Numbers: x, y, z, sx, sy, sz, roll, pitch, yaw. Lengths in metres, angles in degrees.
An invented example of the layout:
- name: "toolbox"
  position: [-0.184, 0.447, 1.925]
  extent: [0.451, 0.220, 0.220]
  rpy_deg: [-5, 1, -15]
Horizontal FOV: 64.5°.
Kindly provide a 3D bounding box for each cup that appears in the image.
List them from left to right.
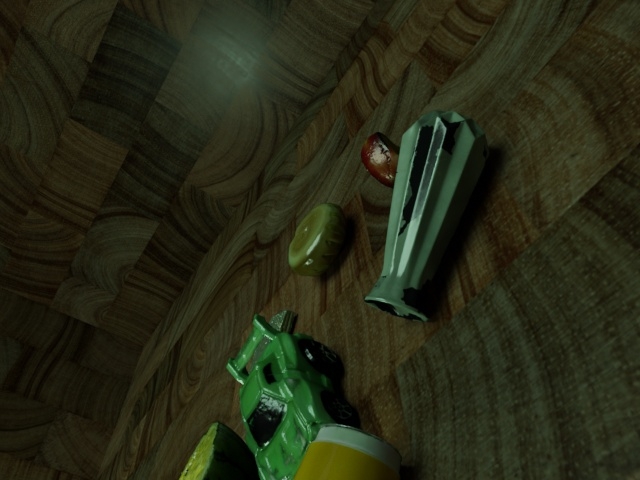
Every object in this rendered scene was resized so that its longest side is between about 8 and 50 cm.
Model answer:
- name: "cup"
  position: [0.012, 0.403, 0.668]
  extent: [0.196, 0.196, 0.280]
  rpy_deg: [-36, 23, 51]

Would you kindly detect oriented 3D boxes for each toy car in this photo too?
- name: "toy car"
  position: [-0.074, 0.314, 0.995]
  extent: [0.214, 0.176, 0.359]
  rpy_deg: [-57, 20, 14]

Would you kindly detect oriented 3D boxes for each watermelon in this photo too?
- name: "watermelon"
  position: [-0.211, 0.551, 1.005]
  extent: [0.331, 0.189, 0.331]
  rpy_deg: [-57, 5, 8]

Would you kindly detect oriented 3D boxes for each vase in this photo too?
- name: "vase"
  position: [0.183, -0.046, 0.898]
  extent: [0.165, 0.165, 0.361]
  rpy_deg: [-13, 54, 65]

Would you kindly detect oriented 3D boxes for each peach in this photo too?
- name: "peach"
  position: [0.161, -0.181, 1.216]
  extent: [0.092, 0.127, 0.172]
  rpy_deg: [-44, 50, 21]

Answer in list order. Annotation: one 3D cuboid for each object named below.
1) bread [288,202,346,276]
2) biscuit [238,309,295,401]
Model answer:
- name: "bread"
  position: [0.000, 0.000, 1.346]
  extent: [0.213, 0.104, 0.213]
  rpy_deg: [-48, 21, 25]
- name: "biscuit"
  position: [-0.140, 0.312, 1.354]
  extent: [0.147, 0.046, 0.250]
  rpy_deg: [-35, 32, 52]
